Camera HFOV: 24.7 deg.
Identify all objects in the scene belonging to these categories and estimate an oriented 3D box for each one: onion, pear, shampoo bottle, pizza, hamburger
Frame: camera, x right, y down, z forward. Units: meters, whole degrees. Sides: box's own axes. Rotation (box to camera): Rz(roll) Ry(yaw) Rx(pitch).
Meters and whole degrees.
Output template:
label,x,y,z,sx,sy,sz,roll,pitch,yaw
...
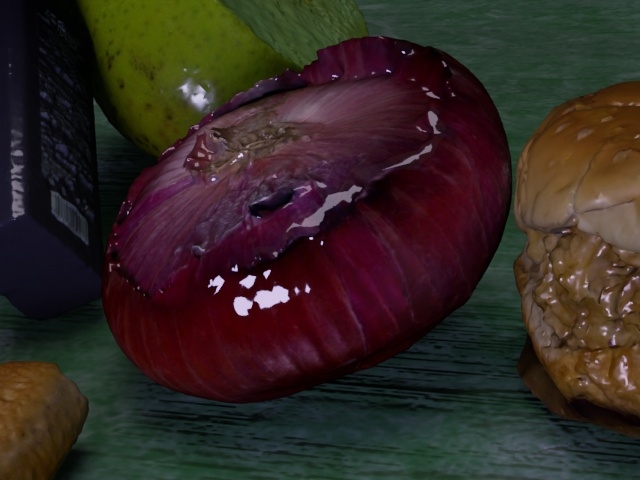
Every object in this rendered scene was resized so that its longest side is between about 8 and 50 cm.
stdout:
label,x,y,z,sx,sy,sz,roll,pitch,yaw
onion,-0.004,-0.006,0.815,0.248,0.161,0.248,-36,11,8
pear,-0.089,-0.145,1.147,0.159,0.292,0.292,-46,12,20
shampoo bottle,-0.197,-0.098,0.989,0.071,0.098,0.309,-24,49,17
pizza,-0.217,0.120,0.712,0.161,0.062,0.182,8,30,14
hamburger,0.209,-0.001,0.746,0.244,0.163,0.244,-7,21,3
